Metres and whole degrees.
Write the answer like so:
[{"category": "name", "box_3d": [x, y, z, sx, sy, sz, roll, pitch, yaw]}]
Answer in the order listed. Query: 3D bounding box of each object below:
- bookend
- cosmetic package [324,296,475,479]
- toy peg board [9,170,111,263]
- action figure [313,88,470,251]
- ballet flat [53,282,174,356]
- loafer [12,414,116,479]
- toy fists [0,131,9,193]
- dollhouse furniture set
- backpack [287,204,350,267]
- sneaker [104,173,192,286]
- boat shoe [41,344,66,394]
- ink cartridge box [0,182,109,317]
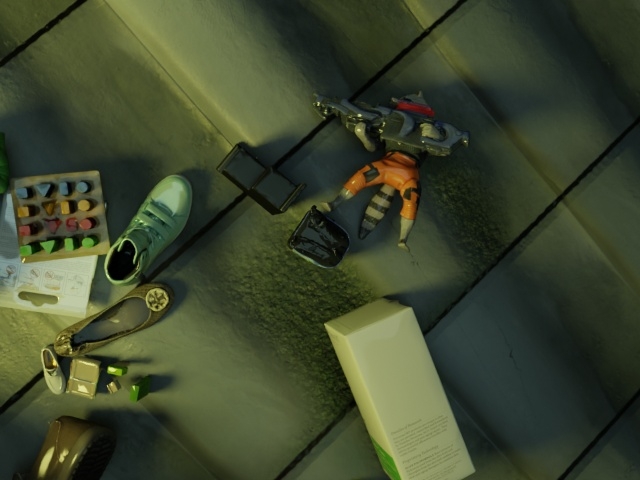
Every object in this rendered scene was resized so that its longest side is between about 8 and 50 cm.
[{"category": "bookend", "box_3d": [-0.122, -0.127, 1.261, 0.157, 0.156, 0.072, 39, 83, -9]}, {"category": "cosmetic package", "box_3d": [0.159, 0.317, 1.309, 0.155, 0.197, 0.365, -24, 94, -11]}, {"category": "toy peg board", "box_3d": [-0.484, -0.043, 1.164, 0.161, 0.079, 0.160, -7, 96, -12]}, {"category": "action figure", "box_3d": [0.124, -0.181, 1.347, 0.341, 0.178, 0.330, 25, 77, 15]}, {"category": "ballet flat", "box_3d": [-0.406, 0.159, 1.248, 0.250, 0.058, 0.084, -25, 96, -12]}, {"category": "loafer", "box_3d": [-0.528, 0.495, 1.207, 0.130, 0.134, 0.365, 29, 85, 25]}, {"category": "toy fists", "box_3d": [-0.706, -0.124, 1.142, 0.279, 0.096, 0.142, -3, 91, -2]}, {"category": "dollhouse furniture set", "box_3d": [-0.423, 0.278, 1.264, 0.152, 0.058, 0.076, 12, 95, 6]}, {"category": "backpack", "box_3d": [0.000, 0.000, 1.326, 0.114, 0.084, 0.105, 33, 84, -6]}, {"category": "sneaker", "box_3d": [-0.325, -0.019, 1.218, 0.094, 0.151, 0.255, 31, 83, -10]}, {"category": "boat shoe", "box_3d": [-0.524, 0.255, 1.233, 0.035, 0.035, 0.100, -12, 93, -13]}, {"category": "ink cartridge box", "box_3d": [-0.529, 0.019, 1.227, 0.189, 0.066, 0.232, 10, 96, -13]}]
